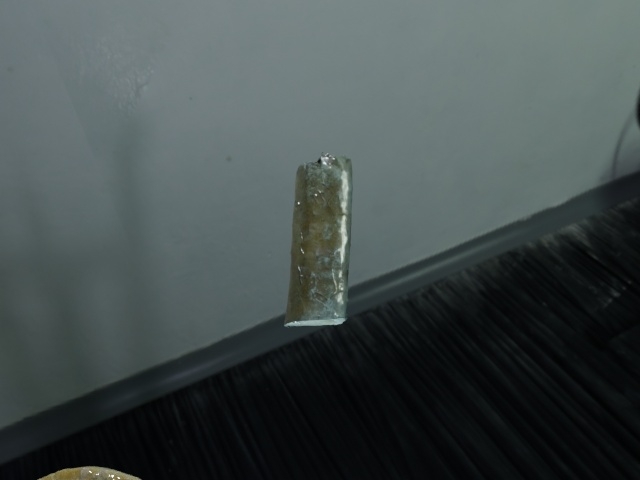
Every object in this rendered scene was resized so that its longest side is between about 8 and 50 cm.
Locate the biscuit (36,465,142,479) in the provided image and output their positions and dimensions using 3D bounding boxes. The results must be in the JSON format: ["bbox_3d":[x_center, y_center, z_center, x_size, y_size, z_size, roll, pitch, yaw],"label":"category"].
[{"bbox_3d":[-0.302,0.372,0.780,0.266,0.188,0.040,-29,175,1],"label":"biscuit"}]

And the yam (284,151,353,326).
[{"bbox_3d":[0.000,0.000,0.980,0.093,0.093,0.259,10,78,-34],"label":"yam"}]
